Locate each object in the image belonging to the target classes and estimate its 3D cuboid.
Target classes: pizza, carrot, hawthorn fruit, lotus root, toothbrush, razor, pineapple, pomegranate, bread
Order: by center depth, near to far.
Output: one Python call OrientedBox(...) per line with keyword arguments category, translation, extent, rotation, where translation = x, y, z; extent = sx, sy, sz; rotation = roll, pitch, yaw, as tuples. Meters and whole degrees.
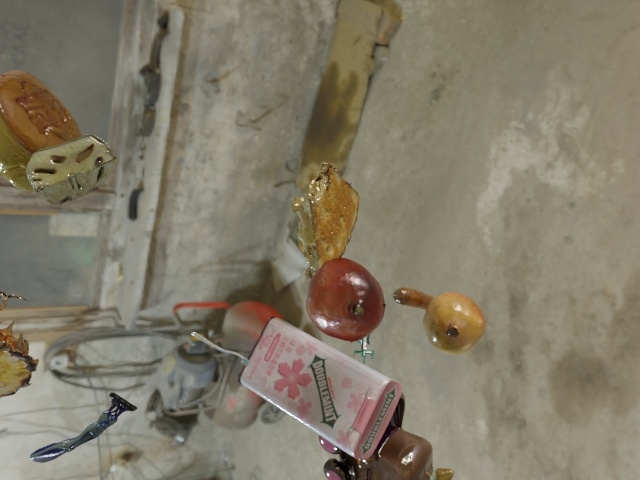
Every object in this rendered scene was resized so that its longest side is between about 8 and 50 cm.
OrientedBox(category="razor", translation=(-0.307, 0.246, 0.771), extent=(0.155, 0.044, 0.028), rotation=(-32, 38, 7))
OrientedBox(category="lotus root", translation=(-0.429, -0.120, 1.046), extent=(0.070, 0.143, 0.144), rotation=(61, 153, 4))
OrientedBox(category="hawthorn fruit", translation=(0.048, 0.120, 1.218), extent=(0.188, 0.169, 0.168), rotation=(-125, 38, -85))
OrientedBox(category="pineapple", translation=(-0.717, 0.162, 1.228), extent=(0.262, 0.263, 0.271), rotation=(-56, 45, 40))
OrientedBox(category="bread", translation=(-0.644, -0.246, 1.349), extent=(0.148, 0.270, 0.269), rotation=(-27, 60, 10))
OrientedBox(category="toothbrush", translation=(-0.227, 0.245, 1.396), extent=(0.014, 0.162, 0.017), rotation=(-17, 43, 52))
OrientedBox(category="pizza", translation=(0.004, -0.061, 1.484), extent=(0.090, 0.323, 0.223), rotation=(-5, 129, 29))
OrientedBox(category="pomegranate", translation=(0.395, 0.249, 1.824), extent=(0.191, 0.191, 0.191), rotation=(0, 89, 57))
OrientedBox(category="carrot", translation=(0.318, 0.191, 1.960), extent=(0.060, 0.186, 0.060), rotation=(-42, 41, 50))

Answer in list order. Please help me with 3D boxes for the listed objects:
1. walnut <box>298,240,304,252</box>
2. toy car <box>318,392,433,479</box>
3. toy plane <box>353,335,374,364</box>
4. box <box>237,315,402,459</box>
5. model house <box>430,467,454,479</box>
OrientedBox(category="walnut", translation=(0.000, 0.000, 2.429), extent=(0.180, 0.144, 0.144), rotation=(-27, 62, 17))
OrientedBox(category="toy car", translation=(0.165, 0.538, 1.632), extent=(0.241, 0.271, 0.340), rotation=(9, 120, 37))
OrientedBox(category="toy plane", translation=(0.124, 0.275, 1.774), extent=(0.234, 0.060, 0.096), rotation=(-88, 10, -45))
OrientedBox(category="box", translation=(-0.010, 0.332, 1.421), extent=(0.370, 0.112, 0.190), rotation=(24, 81, 36))
OrientedBox(category="model house", translation=(0.319, 0.806, 1.908), extent=(0.291, 0.184, 0.253), rotation=(-42, 14, 26))
